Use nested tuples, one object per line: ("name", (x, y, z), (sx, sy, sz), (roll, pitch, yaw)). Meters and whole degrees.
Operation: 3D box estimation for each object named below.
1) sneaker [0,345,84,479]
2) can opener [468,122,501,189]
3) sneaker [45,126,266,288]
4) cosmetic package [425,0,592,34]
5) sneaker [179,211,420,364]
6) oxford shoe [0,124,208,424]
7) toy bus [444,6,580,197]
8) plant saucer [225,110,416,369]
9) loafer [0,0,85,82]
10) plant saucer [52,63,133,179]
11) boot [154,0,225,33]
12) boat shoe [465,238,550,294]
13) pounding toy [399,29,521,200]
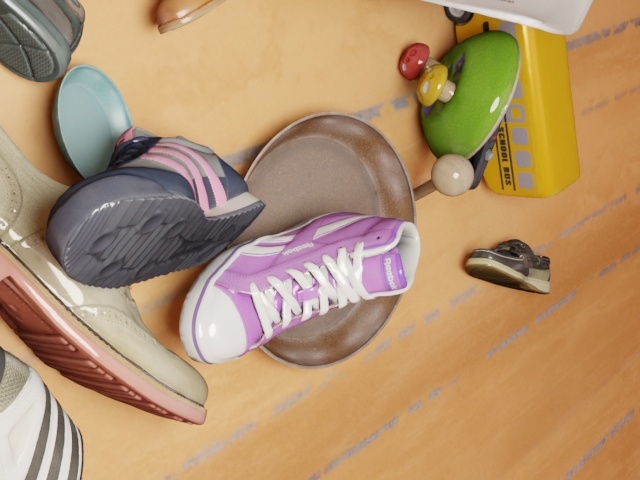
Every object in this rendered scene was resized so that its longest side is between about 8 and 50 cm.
("sneaker", (-0.349, 0.293, 0.613), (0.447, 0.169, 0.257), (-53, 126, -26))
("can opener", (0.223, -0.150, 1.108), (0.073, 0.059, 0.186), (-32, 148, -50))
("sneaker", (-0.160, -0.042, 0.699), (0.112, 0.131, 0.319), (-43, 172, 10))
("cosmetic package", (0.175, -0.479, 0.785), (0.327, 0.329, 0.394), (57, 51, -77))
("sneaker", (-0.004, 0.038, 0.814), (0.282, 0.161, 0.102), (-35, 117, -40))
("oxford shoe", (-0.214, 0.035, 0.723), (0.397, 0.140, 0.147), (52, 54, -38))
("toy bus", (0.276, -0.234, 1.133), (0.108, 0.130, 0.333), (-29, 116, -36))
("plant saucer", (0.000, 0.000, 0.972), (0.310, 0.050, 0.311), (-7, 101, -41))
("loafer", (-0.294, -0.251, 0.646), (0.267, 0.096, 0.084), (55, 41, -41))
("plant saucer", (-0.215, -0.103, 0.746), (0.119, 0.021, 0.119), (-9, 90, -70))
("boot", (-0.140, -0.312, 0.779), (0.152, 0.073, 0.197), (53, 50, -36))
("boat shoe", (0.295, 0.034, 1.235), (0.223, 0.080, 0.074), (19, 78, -48))
("pounding toy", (0.151, -0.177, 1.026), (0.110, 0.183, 0.237), (22, 85, -17))
